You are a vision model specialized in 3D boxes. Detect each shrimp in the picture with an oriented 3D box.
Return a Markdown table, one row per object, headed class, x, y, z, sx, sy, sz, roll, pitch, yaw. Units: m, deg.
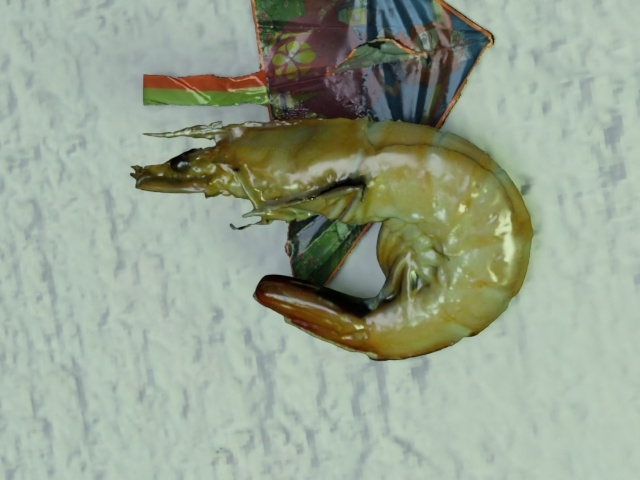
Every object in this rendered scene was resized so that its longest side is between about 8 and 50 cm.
| class | x | y | z | sx | sy | sz | roll | pitch | yaw |
| --- | --- | --- | --- | --- | --- | --- | --- | --- | --- |
| shrimp | 0.002 | -0.003 | 0.581 | 0.162 | 0.045 | 0.095 | 5 | 124 | 16 |

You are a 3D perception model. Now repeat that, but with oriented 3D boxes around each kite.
| class | x | y | z | sx | sy | sz | roll | pitch | yaw |
| --- | --- | --- | --- | --- | --- | --- | --- | --- | --- |
| kite | -0.006 | -0.066 | 0.595 | 0.159 | 0.010 | 0.190 | -10 | 91 | 29 |
